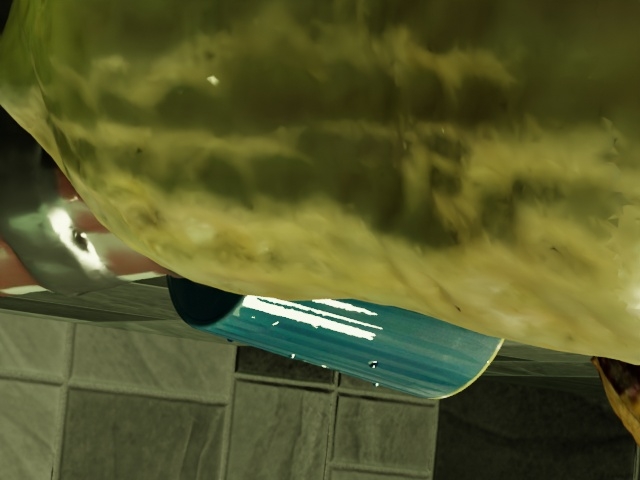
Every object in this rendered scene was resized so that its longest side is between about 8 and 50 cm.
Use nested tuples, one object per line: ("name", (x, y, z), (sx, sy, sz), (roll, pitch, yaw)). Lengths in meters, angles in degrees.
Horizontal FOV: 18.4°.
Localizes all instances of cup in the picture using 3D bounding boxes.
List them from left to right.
("cup", (0.000, 0.000, 1.071), (0.155, 0.131, 0.176), (14, -164, -34))

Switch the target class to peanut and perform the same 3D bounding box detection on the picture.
("peanut", (0.037, -0.046, 0.539), (0.159, 0.143, 0.291), (0, -177, -42))

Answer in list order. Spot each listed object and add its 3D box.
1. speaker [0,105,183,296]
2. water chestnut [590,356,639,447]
("speaker", (-0.148, -0.007, 0.877), (0.329, 0.198, 0.259), (-4, 158, 10))
("water chestnut", (0.237, 0.068, 0.961), (0.223, 0.223, 0.238), (9, 140, -25))
